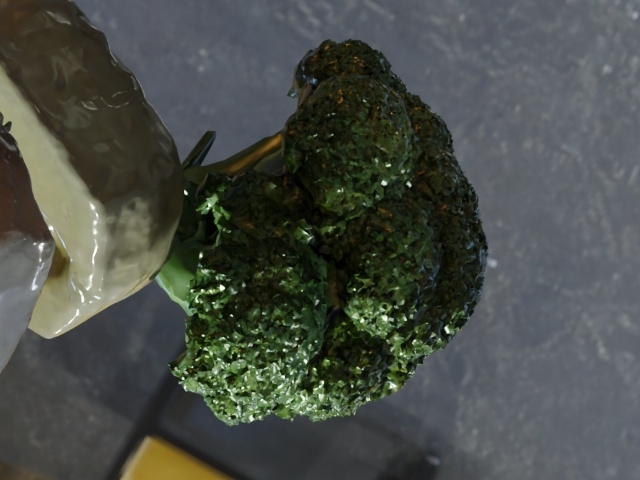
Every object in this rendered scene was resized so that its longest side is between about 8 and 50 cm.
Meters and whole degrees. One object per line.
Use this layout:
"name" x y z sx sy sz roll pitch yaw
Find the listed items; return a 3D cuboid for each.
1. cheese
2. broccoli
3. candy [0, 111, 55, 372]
"cheese" -0.250 -0.070 1.282 0.318 0.115 0.326 29 138 29
"broccoli" 0.000 0.005 1.430 0.310 0.413 0.321 -13 135 37
"candy" -0.280 0.017 0.987 0.185 0.195 0.137 -55 52 43
